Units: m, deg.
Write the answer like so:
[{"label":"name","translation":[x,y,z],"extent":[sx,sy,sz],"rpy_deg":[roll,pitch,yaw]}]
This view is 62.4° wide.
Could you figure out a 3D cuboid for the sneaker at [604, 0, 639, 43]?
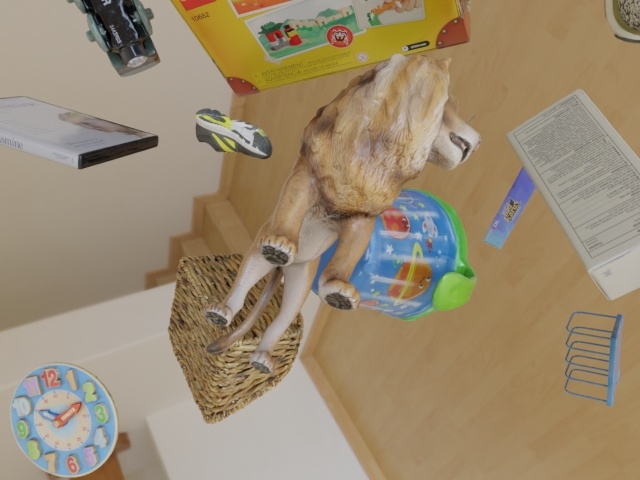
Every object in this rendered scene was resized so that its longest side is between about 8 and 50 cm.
[{"label":"sneaker","translation":[0.516,-0.497,0.763],"extent":[0.158,0.182,0.411],"rpy_deg":[-2,114,19]}]

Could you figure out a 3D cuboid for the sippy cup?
[{"label":"sippy cup","translation":[0.086,0.015,0.876],"extent":[0.305,0.224,0.240],"rpy_deg":[-19,72,42]}]

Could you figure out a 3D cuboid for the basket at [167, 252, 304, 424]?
[{"label":"basket","translation":[-0.179,0.194,1.133],"extent":[0.299,0.213,0.223],"rpy_deg":[46,129,44]}]

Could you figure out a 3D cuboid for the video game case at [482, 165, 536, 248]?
[{"label":"video game case","translation":[0.577,-0.140,1.522],"extent":[0.061,0.244,0.270],"rpy_deg":[30,128,16]}]

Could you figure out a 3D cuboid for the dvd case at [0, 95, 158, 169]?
[{"label":"dvd case","translation":[-0.391,-0.162,0.759],"extent":[0.252,0.180,0.022],"rpy_deg":[17,113,10]}]

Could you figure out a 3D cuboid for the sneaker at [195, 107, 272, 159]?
[{"label":"sneaker","translation":[-0.087,-0.101,0.528],"extent":[0.083,0.031,0.035],"rpy_deg":[28,137,0]}]

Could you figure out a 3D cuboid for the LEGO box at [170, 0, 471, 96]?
[{"label":"LEGO box","translation":[-0.015,-0.498,0.937],"extent":[0.372,0.499,0.193],"rpy_deg":[54,-142,-50]}]

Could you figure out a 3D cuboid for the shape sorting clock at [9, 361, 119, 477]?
[{"label":"shape sorting clock","translation":[-0.448,0.313,0.918],"extent":[0.040,0.206,0.206],"rpy_deg":[-7,-100,-79]}]

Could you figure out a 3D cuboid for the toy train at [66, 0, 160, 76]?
[{"label":"toy train","translation":[-0.451,-0.508,1.112],"extent":[0.334,0.142,0.190],"rpy_deg":[63,171,-3]}]

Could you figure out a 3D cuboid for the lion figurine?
[{"label":"lion figurine","translation":[-0.010,-0.018,0.571],"extent":[0.142,0.240,0.392],"rpy_deg":[33,142,-17]}]

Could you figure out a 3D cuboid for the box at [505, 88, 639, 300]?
[{"label":"box","translation":[0.436,-0.079,0.842],"extent":[0.148,0.121,0.311],"rpy_deg":[-31,47,24]}]

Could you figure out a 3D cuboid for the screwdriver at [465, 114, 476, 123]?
[{"label":"screwdriver","translation":[0.338,-0.277,1.264],"extent":[0.024,0.025,0.170],"rpy_deg":[-64,-3,-4]}]

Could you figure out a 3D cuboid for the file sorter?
[{"label":"file sorter","translation":[0.622,0.262,1.207],"extent":[0.104,0.118,0.170],"rpy_deg":[6,112,35]}]
